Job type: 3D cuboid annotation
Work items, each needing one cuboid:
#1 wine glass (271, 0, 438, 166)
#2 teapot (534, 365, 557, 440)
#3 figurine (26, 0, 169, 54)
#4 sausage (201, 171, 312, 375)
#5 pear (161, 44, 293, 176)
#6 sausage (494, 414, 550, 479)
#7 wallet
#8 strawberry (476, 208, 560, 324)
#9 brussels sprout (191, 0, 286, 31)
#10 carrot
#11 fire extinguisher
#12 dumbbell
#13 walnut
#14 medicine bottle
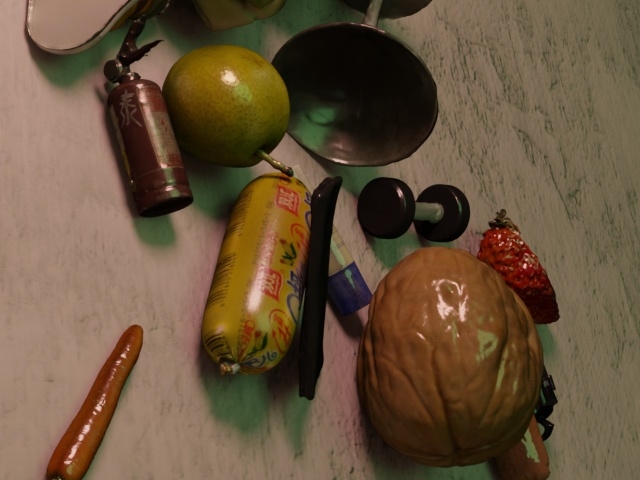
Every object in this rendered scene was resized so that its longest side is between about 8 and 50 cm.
[{"bbox_3d":[0.077,-0.341,1.880,0.267,0.267,0.406,43,36,-25],"label":"wine glass"},{"bbox_3d":[0.352,0.252,1.961,0.087,0.096,0.177,-1,70,-51],"label":"teapot"},{"bbox_3d":[-0.287,-0.319,1.557,0.250,0.166,0.141,-61,160,-20],"label":"figurine"},{"bbox_3d":[-0.077,0.038,1.552,0.123,0.123,0.347,39,44,-29],"label":"sausage"},{"bbox_3d":[-0.117,-0.164,1.584,0.216,0.166,0.180,56,18,11],"label":"pear"},{"bbox_3d":[0.296,0.263,1.896,0.086,0.086,0.289,-3,72,-51],"label":"sausage"},{"bbox_3d":[-0.002,0.058,1.559,0.146,0.030,0.285,-44,140,-75],"label":"wallet"},{"bbox_3d":[0.337,0.070,2.059,0.236,0.106,0.175,60,0,-7],"label":"strawberry"},{"bbox_3d":[-0.150,-0.477,1.672,0.328,0.247,0.328,34,51,-57],"label":"brussels sprout"},{"bbox_3d":[-0.251,0.184,1.327,0.043,0.043,0.248,46,39,-22],"label":"carrot"},{"bbox_3d":[-0.219,-0.164,1.517,0.075,0.106,0.252,28,44,-74],"label":"fire extinguisher"},{"bbox_3d":[0.154,-0.048,1.901,0.191,0.100,0.100,2,67,-48],"label":"dumbbell"},{"bbox_3d":[0.186,0.166,1.683,0.277,0.252,0.313,30,47,-36],"label":"walnut"},{"bbox_3d":[0.000,0.000,1.720,0.059,0.059,0.231,-34,96,-53],"label":"medicine bottle"}]
